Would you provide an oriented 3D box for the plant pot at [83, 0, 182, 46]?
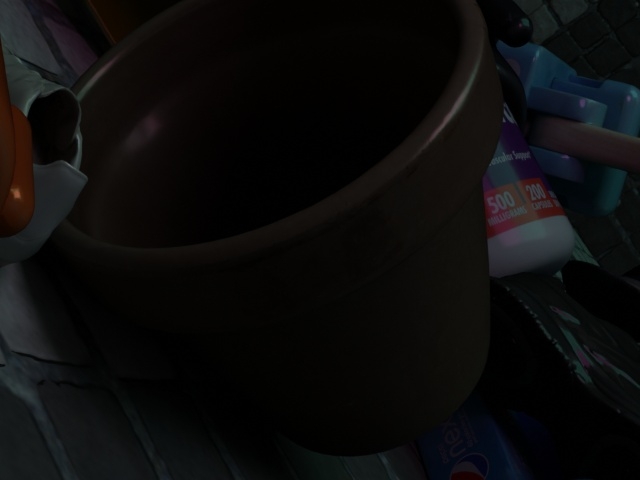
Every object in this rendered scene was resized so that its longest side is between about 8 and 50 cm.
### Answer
[{"bbox_3d":[-0.032,-0.208,1.040,0.212,0.212,0.187,59,32,-10],"label":"plant pot"}]

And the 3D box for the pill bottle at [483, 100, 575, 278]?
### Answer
[{"bbox_3d":[0.077,-0.089,1.215,0.323,0.181,0.181,64,16,12],"label":"pill bottle"}]

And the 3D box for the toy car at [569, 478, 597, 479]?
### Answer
[{"bbox_3d":[0.116,0.249,0.717,0.219,0.210,0.238,131,-41,-80],"label":"toy car"}]

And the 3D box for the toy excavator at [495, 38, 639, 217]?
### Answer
[{"bbox_3d":[0.297,-0.112,1.543,0.445,0.222,0.433,15,4,20],"label":"toy excavator"}]

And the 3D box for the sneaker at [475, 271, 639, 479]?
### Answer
[{"bbox_3d":[0.223,0.130,1.049,0.130,0.109,0.286,-15,64,-48],"label":"sneaker"}]

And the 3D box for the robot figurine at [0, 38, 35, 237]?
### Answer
[{"bbox_3d":[-0.186,-0.067,0.529,0.158,0.128,0.219,-1,40,-18],"label":"robot figurine"}]

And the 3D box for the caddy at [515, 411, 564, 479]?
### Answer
[{"bbox_3d":[0.273,0.206,1.248,0.241,0.179,0.341,51,14,-6],"label":"caddy"}]

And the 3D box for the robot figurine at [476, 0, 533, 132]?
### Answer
[{"bbox_3d":[0.103,-0.159,1.422,0.278,0.209,0.173,-117,-160,-44],"label":"robot figurine"}]

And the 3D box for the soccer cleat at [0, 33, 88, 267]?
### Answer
[{"bbox_3d":[-0.159,-0.066,0.718,0.068,0.076,0.196,40,19,-42],"label":"soccer cleat"}]

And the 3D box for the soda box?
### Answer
[{"bbox_3d":[0.125,0.174,1.077,0.071,0.067,0.210,44,17,-33],"label":"soda box"}]

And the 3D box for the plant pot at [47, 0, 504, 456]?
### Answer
[{"bbox_3d":[0.000,0.000,0.797,0.263,0.263,0.229,-107,173,-53],"label":"plant pot"}]

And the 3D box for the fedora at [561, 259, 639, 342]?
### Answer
[{"bbox_3d":[0.383,0.082,1.313,0.334,0.152,0.334,43,-3,3],"label":"fedora"}]
